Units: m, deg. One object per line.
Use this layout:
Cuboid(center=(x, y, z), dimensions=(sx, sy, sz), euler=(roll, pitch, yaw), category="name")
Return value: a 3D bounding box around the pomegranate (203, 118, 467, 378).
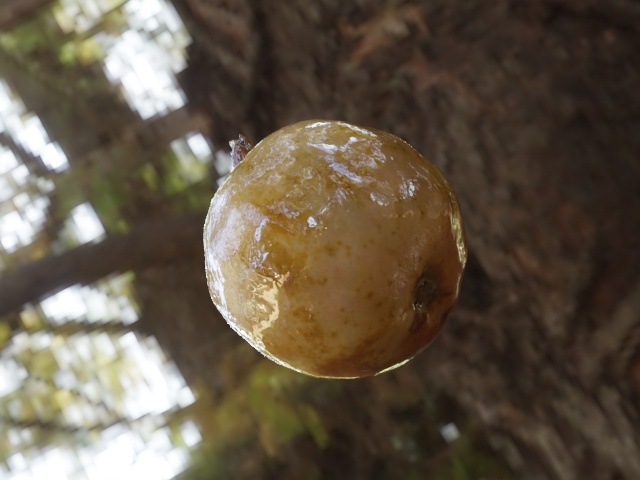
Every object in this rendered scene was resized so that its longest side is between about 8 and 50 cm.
Cuboid(center=(0.011, 0.009, 1.511), dimensions=(0.207, 0.207, 0.207), euler=(-26, -19, -10), category="pomegranate")
